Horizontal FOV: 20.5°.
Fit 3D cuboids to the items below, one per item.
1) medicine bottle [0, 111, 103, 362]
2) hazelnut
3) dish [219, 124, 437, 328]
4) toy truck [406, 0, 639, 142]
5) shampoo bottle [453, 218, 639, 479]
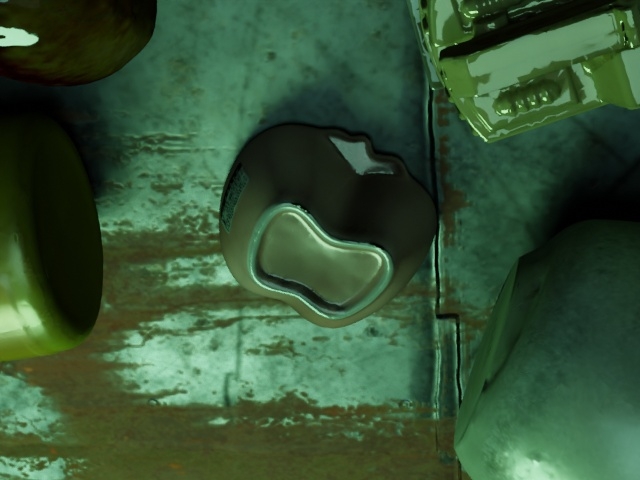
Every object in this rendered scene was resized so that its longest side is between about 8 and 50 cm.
[{"bbox_3d":[-0.411,0.019,1.624,0.384,0.224,0.224,-10,119,9],"label":"medicine bottle"},{"bbox_3d":[-0.242,-0.240,1.482,0.217,0.217,0.251,-10,142,11],"label":"hazelnut"},{"bbox_3d":[0.000,0.000,1.653,0.213,0.090,0.213,3,120,4],"label":"dish"},{"bbox_3d":[0.272,-0.204,1.426,0.405,0.254,0.180,-14,113,9],"label":"toy truck"},{"bbox_3d":[0.290,0.146,1.579,0.317,0.322,0.322,29,118,-4],"label":"shampoo bottle"}]
